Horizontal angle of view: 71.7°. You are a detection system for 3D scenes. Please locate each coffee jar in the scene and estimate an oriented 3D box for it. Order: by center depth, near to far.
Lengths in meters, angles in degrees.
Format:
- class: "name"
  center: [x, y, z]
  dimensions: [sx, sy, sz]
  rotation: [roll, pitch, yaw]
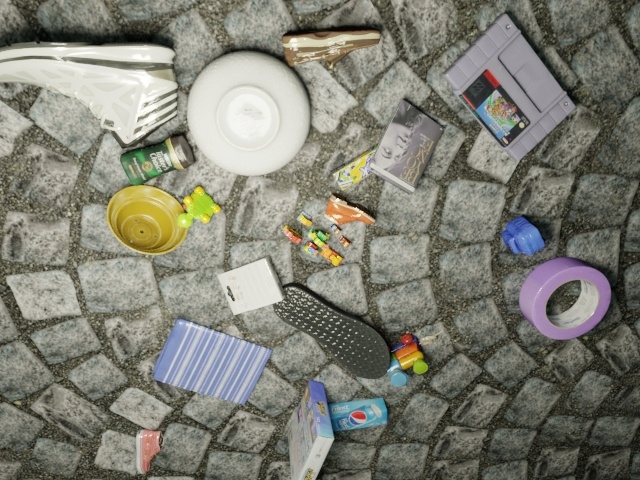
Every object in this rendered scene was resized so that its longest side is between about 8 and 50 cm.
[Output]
- class: "coffee jar"
  center: [-0.445, -0.224, 1.222]
  dimensions: [0.185, 0.079, 0.096]
  rotation: [-20, 110, 1]

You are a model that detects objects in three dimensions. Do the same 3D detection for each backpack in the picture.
- class: "backpack"
  center: [0.644, -0.004, 1.402]
  dimensions: [0.101, 0.120, 0.098]
  rotation: [-37, 110, 7]

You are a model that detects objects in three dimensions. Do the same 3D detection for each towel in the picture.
- class: "towel"
  center: [-0.364, 0.410, 1.490]
  dimensions: [0.336, 0.040, 0.243]
  rotation: [23, 104, -16]

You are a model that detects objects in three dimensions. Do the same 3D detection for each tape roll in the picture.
- class: "tape roll"
  center: [0.833, 0.198, 1.515]
  dimensions: [0.275, 0.090, 0.274]
  rotation: [-2, 111, -6]

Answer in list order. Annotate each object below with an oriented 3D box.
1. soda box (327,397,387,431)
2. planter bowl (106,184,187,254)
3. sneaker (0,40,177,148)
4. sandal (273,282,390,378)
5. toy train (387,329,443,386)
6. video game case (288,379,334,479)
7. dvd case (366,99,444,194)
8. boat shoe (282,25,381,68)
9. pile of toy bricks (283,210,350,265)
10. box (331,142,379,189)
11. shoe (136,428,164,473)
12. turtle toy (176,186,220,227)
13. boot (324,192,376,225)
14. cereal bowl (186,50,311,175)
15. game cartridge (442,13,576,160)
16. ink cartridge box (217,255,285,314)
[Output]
- class: "soda box"
  center: [0.132, 0.628, 1.600]
  dimensions: [0.210, 0.071, 0.067]
  rotation: [-6, 111, -4]
- class: "planter bowl"
  center: [-0.495, -0.041, 1.253]
  dimensions: [0.217, 0.217, 0.090]
  rotation: [34, 139, -16]
- class: "sneaker"
  center: [-0.584, -0.353, 1.111]
  dimensions: [0.448, 0.169, 0.257]
  rotation: [-4, 108, -8]
- class: "sandal"
  center: [0.051, 0.283, 1.462]
  dimensions: [0.446, 0.107, 0.167]
  rotation: [38, 103, -5]
- class: "toy train"
  center: [0.327, 0.390, 1.497]
  dimensions: [0.248, 0.143, 0.105]
  rotation: [-28, 111, 4]
- class: "video game case"
  center: [-0.038, 0.651, 1.484]
  dimensions: [0.061, 0.269, 0.244]
  rotation: [16, 108, -13]
- class: "dvd case"
  center: [0.247, -0.265, 1.276]
  dimensions: [0.165, 0.018, 0.221]
  rotation: [26, 90, -23]
- class: "boat shoe"
  center: [0.030, -0.508, 1.176]
  dimensions: [0.258, 0.095, 0.095]
  rotation: [-4, 124, 1]
- class: "pile of toy bricks"
  center: [0.000, 0.000, 1.339]
  dimensions: [0.212, 0.105, 0.118]
  rotation: [35, 102, -17]
- class: "box"
  center: [0.120, -0.218, 1.301]
  dimensions: [0.169, 0.054, 0.059]
  rotation: [-30, 110, 5]
- class: "shoe"
  center: [-0.600, 0.749, 1.565]
  dimensions: [0.081, 0.063, 0.177]
  rotation: [3, 105, -2]
- class: "turtle toy"
  center: [-0.358, -0.087, 1.272]
  dimensions: [0.095, 0.130, 0.066]
  rotation: [50, 140, -15]
- class: "boot"
  center: [0.089, -0.075, 1.352]
  dimensions: [0.158, 0.059, 0.084]
  rotation: [24, 109, -5]
- class: "cereal bowl"
  center: [-0.189, -0.331, 1.181]
  dimensions: [0.339, 0.141, 0.338]
  rotation: [-2, 109, -6]
- class: "game cartridge"
  center: [0.542, -0.425, 1.273]
  dimensions: [0.355, 0.068, 0.230]
  rotation: [41, 97, -18]
- class: "ink cartridge box"
  center: [-0.216, 0.143, 1.394]
  dimensions: [0.180, 0.045, 0.145]
  rotation: [-19, 97, 20]
